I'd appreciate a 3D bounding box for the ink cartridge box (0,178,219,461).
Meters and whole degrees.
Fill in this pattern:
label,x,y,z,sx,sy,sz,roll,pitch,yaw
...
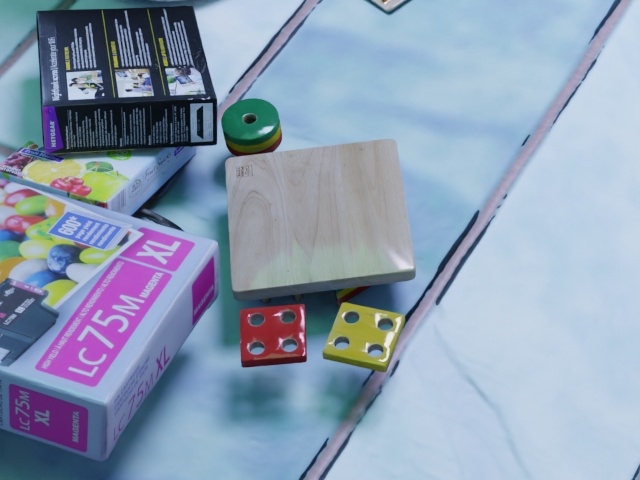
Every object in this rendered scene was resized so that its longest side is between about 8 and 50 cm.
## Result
label,x,y,z,sx,sy,sz,roll,pitch,yaw
ink cartridge box,-0.247,0.029,1.080,0.311,0.065,0.185,14,38,14

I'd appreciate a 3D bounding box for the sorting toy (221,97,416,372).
label,x,y,z,sx,sy,sz,roll,pitch,yaw
sorting toy,0.000,0.000,1.176,0.132,0.046,0.274,-7,49,1

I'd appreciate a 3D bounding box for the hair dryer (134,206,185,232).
label,x,y,z,sx,sy,sz,roll,pitch,yaw
hair dryer,-0.262,0.039,1.178,0.294,0.080,0.223,16,38,13

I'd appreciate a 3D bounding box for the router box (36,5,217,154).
label,x,y,z,sx,sy,sz,roll,pitch,yaw
router box,-0.157,-0.132,1.265,0.133,0.046,0.179,-3,32,-9

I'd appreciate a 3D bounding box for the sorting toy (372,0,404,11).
label,x,y,z,sx,sy,sz,roll,pitch,yaw
sorting toy,0.070,-0.237,1.389,0.083,0.012,0.062,-37,55,-22

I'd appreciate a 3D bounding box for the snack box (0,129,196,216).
label,x,y,z,sx,sy,sz,roll,pitch,yaw
snack box,-0.173,-0.062,1.232,0.100,0.037,0.141,17,36,19
